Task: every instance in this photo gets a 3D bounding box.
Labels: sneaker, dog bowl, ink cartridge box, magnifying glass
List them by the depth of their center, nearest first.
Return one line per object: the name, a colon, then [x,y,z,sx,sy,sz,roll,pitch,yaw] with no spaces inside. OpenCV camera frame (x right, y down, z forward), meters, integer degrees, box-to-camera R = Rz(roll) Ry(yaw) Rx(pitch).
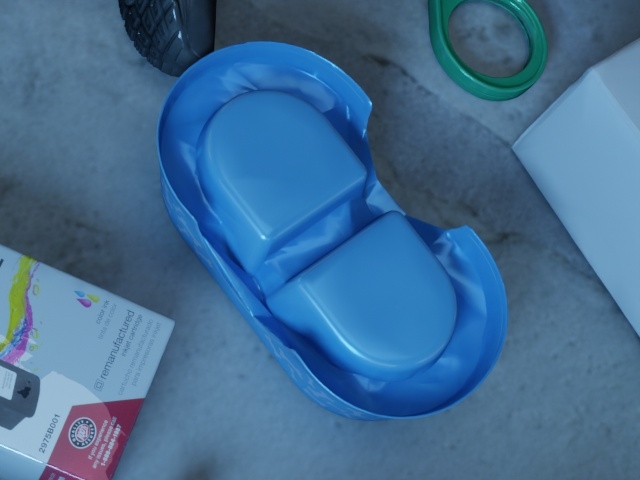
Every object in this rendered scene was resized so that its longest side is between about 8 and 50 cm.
ink cartridge box: [-0.201,0.081,1.044,0.175,0.072,0.127,24,65,-8]
dog bowl: [0.000,0.000,1.139,0.166,0.074,0.297,-35,83,-26]
sneaker: [-0.084,-0.254,1.199,0.130,0.109,0.286,5,70,-22]
magnifying glass: [0.104,-0.215,1.285,0.092,0.026,0.231,-22,79,-24]

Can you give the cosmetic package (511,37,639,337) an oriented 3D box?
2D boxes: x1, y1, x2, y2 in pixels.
cosmetic package: [0.347,0.012,1.199,0.217,0.156,0.385,-27,78,-25]
